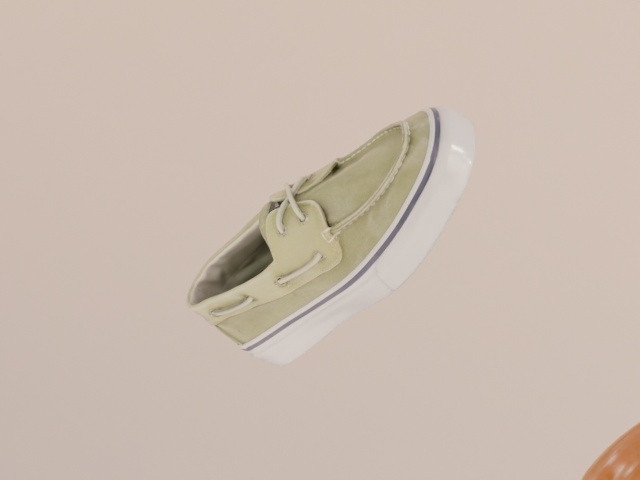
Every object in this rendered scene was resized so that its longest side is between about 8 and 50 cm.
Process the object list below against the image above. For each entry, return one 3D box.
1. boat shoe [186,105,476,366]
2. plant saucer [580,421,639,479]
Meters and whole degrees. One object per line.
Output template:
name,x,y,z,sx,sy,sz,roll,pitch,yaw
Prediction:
boat shoe,0.000,0.000,1.064,0.094,0.109,0.302,23,-44,-21
plant saucer,0.221,0.114,0.702,0.200,0.200,0.037,-16,-77,42
